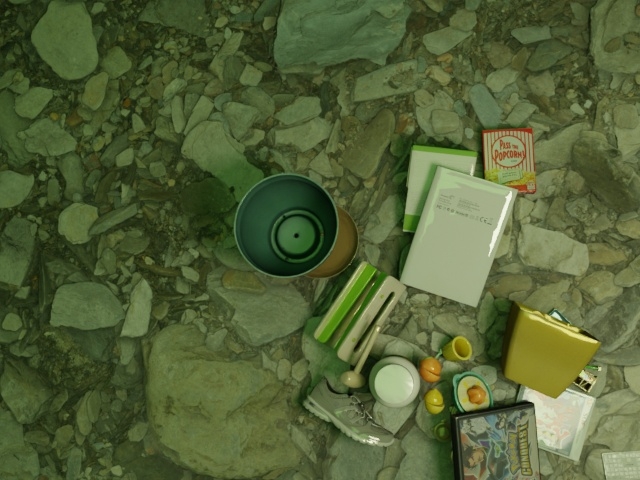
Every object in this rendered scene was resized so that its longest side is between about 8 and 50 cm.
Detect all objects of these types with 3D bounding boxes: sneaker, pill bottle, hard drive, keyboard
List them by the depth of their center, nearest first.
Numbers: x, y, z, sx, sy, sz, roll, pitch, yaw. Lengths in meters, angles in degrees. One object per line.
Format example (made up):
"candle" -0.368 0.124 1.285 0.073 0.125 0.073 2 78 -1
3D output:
"keyboard" 0.899 0.603 1.680 0.256 0.014 0.072 -6 80 7
"pill bottle" 0.203 0.383 1.696 0.136 0.245 0.136 -1 81 8
"sneaker" 0.090 0.488 1.768 0.281 0.105 0.115 27 86 12
"hard drive" 0.390 -0.011 1.778 0.233 0.047 0.353 18 100 7

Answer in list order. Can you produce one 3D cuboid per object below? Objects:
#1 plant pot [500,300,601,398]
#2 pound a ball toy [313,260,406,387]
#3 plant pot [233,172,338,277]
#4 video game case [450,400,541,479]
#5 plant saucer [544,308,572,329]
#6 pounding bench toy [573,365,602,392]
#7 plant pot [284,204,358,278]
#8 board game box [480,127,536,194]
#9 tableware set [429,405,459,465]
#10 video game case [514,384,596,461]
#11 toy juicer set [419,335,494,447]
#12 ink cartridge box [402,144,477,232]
"plant pot" 0.590 0.297 1.668 0.212 0.212 0.187 23 96 11
"pound a ball toy" 0.131 0.247 1.768 0.208 0.136 0.319 30 85 47
"plant pot" -0.083 -0.027 1.795 0.293 0.196 0.293 -1 80 7
"video game case" 0.472 0.586 1.662 0.248 0.035 0.274 -4 90 -18
"plant saucer" 0.622 0.282 1.769 0.192 0.018 0.067 -42 78 -1
"pounding bench toy" 0.729 0.368 1.722 0.065 0.052 0.083 34 87 12
"plant pot" 0.000 0.000 1.896 0.236 0.032 0.236 -1 82 8
"board game box" 0.556 -0.232 1.845 0.147 0.045 0.193 -2 81 8
"tableware set" 0.401 0.551 1.758 0.141 0.020 0.168 -38 77 1
"video game case" 0.640 0.490 1.730 0.201 0.023 0.183 18 84 11
"toy juicer set" 0.389 0.440 1.692 0.209 0.089 0.329 -17 77 -35
"ink cartridge box" 0.348 -0.147 1.840 0.189 0.097 0.255 8 100 9
